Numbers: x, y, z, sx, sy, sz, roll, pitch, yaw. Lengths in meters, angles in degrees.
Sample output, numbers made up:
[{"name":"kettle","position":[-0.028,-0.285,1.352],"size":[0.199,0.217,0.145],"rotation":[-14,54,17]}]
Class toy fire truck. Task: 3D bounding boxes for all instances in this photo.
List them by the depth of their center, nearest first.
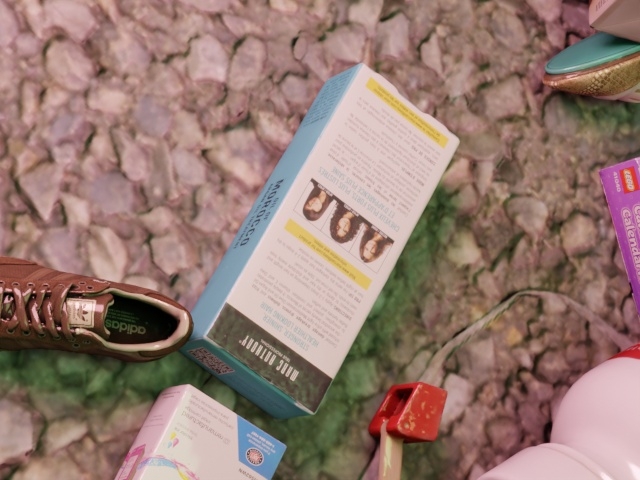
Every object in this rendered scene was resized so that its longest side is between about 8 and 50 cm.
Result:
[{"name":"toy fire truck","position":[0.085,0.213,1.340],"size":[0.135,0.047,0.192],"rotation":[25,72,-22]}]

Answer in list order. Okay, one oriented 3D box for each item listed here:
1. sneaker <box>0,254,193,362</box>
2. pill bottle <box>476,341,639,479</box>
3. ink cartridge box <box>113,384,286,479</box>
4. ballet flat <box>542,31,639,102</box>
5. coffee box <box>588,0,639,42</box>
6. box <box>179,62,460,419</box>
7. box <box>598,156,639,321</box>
[{"name":"sneaker","position":[-0.173,0.042,1.218],"size":[0.188,0.071,0.066],"rotation":[7,79,-27]},{"name":"pill bottle","position":[0.317,0.153,1.315],"size":[0.407,0.229,0.229],"rotation":[-26,94,-23]},{"name":"ink cartridge box","position":[-0.092,0.173,1.251],"size":[0.088,0.052,0.122],"rotation":[34,69,-19]},{"name":"ballet flat","position":[0.266,-0.151,1.489],"size":[0.206,0.073,0.067],"rotation":[-30,119,-24]},{"name":"coffee box","position":[0.297,-0.316,1.434],"size":[0.118,0.168,0.297],"rotation":[14,62,-17]},{"name":"box","position":[0.000,0.000,1.323],"size":[0.100,0.060,0.244],"rotation":[37,67,-17]},{"name":"box","position":[0.383,0.004,1.526],"size":[0.293,0.057,0.201],"rotation":[-14,88,-29]}]
